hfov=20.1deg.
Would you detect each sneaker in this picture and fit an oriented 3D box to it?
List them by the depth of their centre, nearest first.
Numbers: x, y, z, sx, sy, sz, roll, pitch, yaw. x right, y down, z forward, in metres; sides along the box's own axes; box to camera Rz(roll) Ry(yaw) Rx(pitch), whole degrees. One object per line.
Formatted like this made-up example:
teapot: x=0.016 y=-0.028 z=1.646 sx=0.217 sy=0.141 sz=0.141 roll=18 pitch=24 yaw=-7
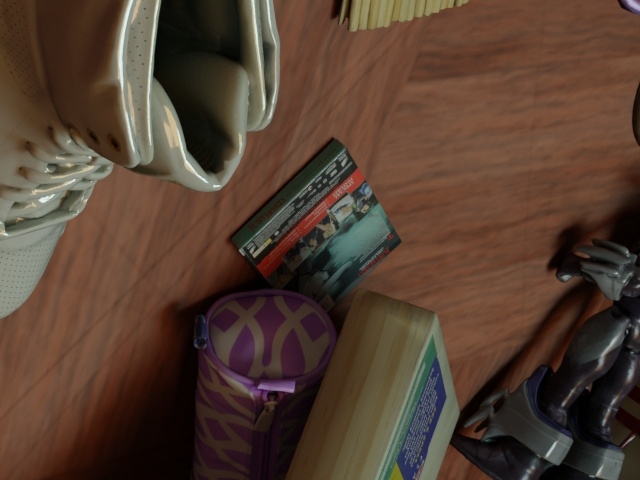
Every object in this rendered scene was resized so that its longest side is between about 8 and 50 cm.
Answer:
sneaker: x=-0.110 y=-0.045 z=0.771 sx=0.108 sy=0.169 sz=0.292 roll=-21 pitch=139 yaw=-38

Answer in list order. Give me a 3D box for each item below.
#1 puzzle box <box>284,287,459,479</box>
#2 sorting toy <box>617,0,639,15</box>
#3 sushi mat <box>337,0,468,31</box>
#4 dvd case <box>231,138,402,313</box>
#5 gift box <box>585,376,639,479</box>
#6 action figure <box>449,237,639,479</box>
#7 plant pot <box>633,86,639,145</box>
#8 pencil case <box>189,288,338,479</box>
puzzle box: x=-0.013 y=0.253 z=1.091 sx=0.272 sy=0.052 sz=0.409 roll=69 pitch=42 yaw=-71
sorting toy: x=0.313 y=-0.265 z=1.039 sx=0.365 sy=0.126 sz=0.127 roll=-48 pitch=119 yaw=-1
sushi mat: x=0.091 y=-0.256 z=0.922 sx=0.151 sy=0.019 sz=0.316 roll=-22 pitch=138 yaw=-34
dvd case: x=0.000 y=0.000 z=1.086 sx=0.087 sy=0.013 sz=0.119 roll=-44 pitch=146 yaw=-6
gift box: x=0.356 y=0.200 z=1.493 sx=0.255 sy=0.258 sz=0.276 roll=-41 pitch=127 yaw=-8
action figure: x=0.223 y=0.067 z=1.345 sx=0.185 sy=0.099 sz=0.285 roll=29 pitch=97 yaw=-49
plant pot: x=0.333 y=-0.085 z=1.246 sx=0.167 sy=0.165 sz=0.167 roll=-29 pitch=142 yaw=-26
pencil case: x=-0.036 y=0.122 z=1.097 sx=0.086 sy=0.088 sz=0.206 roll=-7 pitch=136 yaw=-12
